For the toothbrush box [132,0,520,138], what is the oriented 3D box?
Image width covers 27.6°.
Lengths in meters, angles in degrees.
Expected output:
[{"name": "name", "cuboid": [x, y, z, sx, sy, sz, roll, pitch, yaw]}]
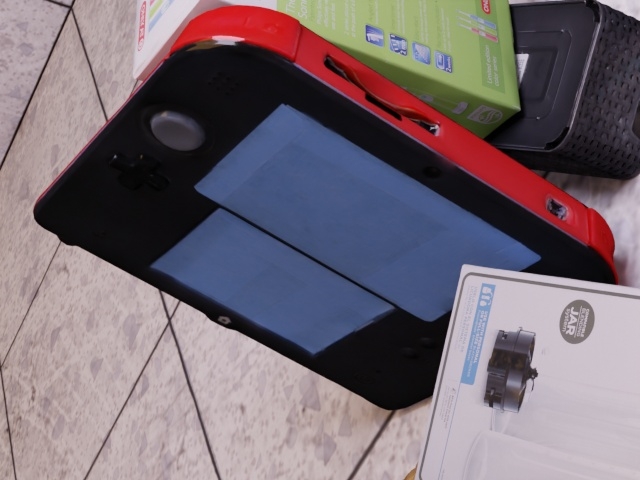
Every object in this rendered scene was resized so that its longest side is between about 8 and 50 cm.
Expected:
[{"name": "toothbrush box", "cuboid": [0.007, -0.197, 1.038, 0.122, 0.283, 0.206, -39, 44, 46]}]

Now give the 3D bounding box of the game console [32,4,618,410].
[{"name": "game console", "cuboid": [0.000, 0.000, 1.027, 0.342, 0.387, 0.060, -39, 28, 46]}]

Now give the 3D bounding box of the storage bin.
[{"name": "storage bin", "cuboid": [0.188, -0.123, 1.062, 0.180, 0.084, 0.122, 14, 88, 61]}]

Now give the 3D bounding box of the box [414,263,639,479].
[{"name": "box", "cuboid": [0.207, 0.115, 0.832, 0.290, 0.087, 0.169, 9, 84, 47]}]

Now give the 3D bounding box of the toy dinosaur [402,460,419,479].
[{"name": "toy dinosaur", "cuboid": [0.102, 0.178, 1.027, 0.211, 0.112, 0.064, -52, 34, 33]}]
